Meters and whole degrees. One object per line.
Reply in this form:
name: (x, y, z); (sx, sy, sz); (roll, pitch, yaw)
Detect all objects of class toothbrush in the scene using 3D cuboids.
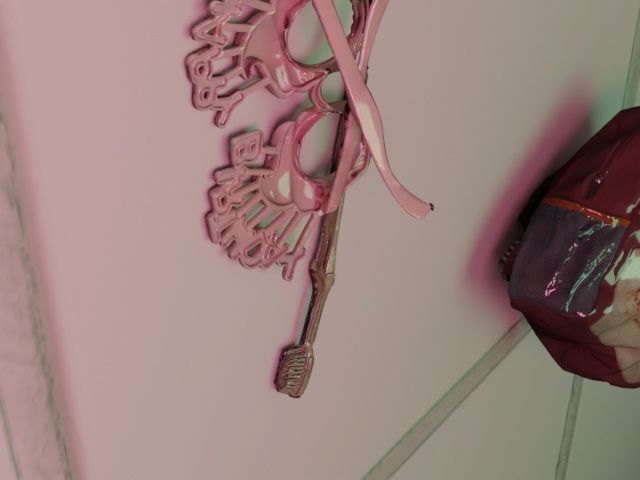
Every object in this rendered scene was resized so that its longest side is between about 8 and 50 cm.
toothbrush: (0.005, 0.000, 0.819); (0.028, 0.026, 0.294); (1, 109, -41)

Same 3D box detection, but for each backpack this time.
backpack: (0.347, -0.012, 1.178); (0.317, 0.197, 0.283); (-65, 148, -13)

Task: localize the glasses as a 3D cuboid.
glasses: (-0.009, -0.072, 0.692); (0.162, 0.095, 0.255); (-24, 130, -23)
